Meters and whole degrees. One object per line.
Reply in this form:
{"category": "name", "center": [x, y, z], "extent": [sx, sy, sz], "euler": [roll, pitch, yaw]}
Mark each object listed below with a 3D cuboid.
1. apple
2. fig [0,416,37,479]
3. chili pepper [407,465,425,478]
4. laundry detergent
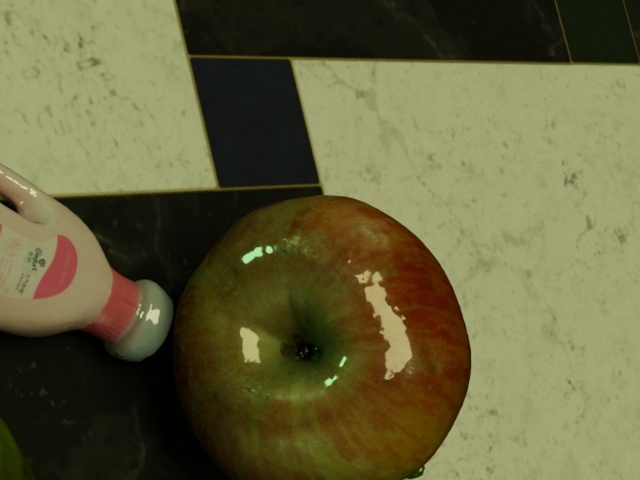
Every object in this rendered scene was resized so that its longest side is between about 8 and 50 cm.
{"category": "apple", "center": [0.004, 0.110, 1.808], "extent": [0.301, 0.301, 0.302], "euler": [18, 63, -37]}
{"category": "fig", "center": [-0.371, 0.202, 1.432], "extent": [0.316, 0.316, 0.316], "euler": [18, 63, -37]}
{"category": "chili pepper", "center": [0.072, 0.244, 1.993], "extent": [0.091, 0.034, 0.030], "euler": [-3, 109, -44]}
{"category": "laundry detergent", "center": [-0.284, 0.012, 1.712], "extent": [0.335, 0.088, 0.159], "euler": [30, 55, -32]}
